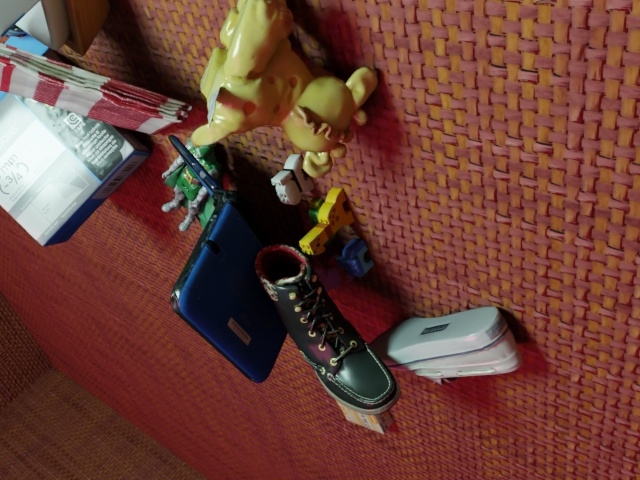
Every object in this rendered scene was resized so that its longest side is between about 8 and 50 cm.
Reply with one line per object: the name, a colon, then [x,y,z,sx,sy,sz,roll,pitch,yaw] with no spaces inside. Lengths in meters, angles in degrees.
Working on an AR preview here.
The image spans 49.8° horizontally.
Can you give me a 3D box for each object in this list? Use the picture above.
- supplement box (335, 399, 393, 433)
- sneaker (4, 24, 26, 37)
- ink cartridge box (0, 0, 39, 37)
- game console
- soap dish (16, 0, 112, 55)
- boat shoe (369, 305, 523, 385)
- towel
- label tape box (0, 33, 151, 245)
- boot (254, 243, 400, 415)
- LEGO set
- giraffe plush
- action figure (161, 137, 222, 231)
supplement box: [0.083,0.323,1.308,0.098,0.036,0.062,6,132,47]
sneaker: [-0.591,-0.449,1.148,0.125,0.104,0.261,-4,123,55]
ink cartridge box: [-0.428,-0.303,0.899,0.123,0.088,0.052,6,145,47]
game console: [-0.152,0.033,1.017,0.174,0.250,0.293,12,154,27]
soap dish: [-0.401,-0.427,0.929,0.229,0.118,0.290,36,148,16]
boat shoe: [0.166,0.158,0.968,0.268,0.096,0.088,-23,103,49]
towel: [-0.375,-0.214,1.001,0.329,0.037,0.237,14,176,-26]
label tape box: [-0.506,-0.190,1.210,0.333,0.240,0.106,45,-173,-1]
boot: [0.003,0.119,0.933,0.236,0.085,0.178,41,162,43]
LEGO set: [0.000,0.000,0.973,0.087,0.093,0.227,9,134,45]
giraffe plush: [-0.034,-0.170,0.774,0.171,0.210,0.181,19,142,-20]
action figure: [-0.213,-0.099,1.152,0.137,0.063,0.232,45,146,6]
